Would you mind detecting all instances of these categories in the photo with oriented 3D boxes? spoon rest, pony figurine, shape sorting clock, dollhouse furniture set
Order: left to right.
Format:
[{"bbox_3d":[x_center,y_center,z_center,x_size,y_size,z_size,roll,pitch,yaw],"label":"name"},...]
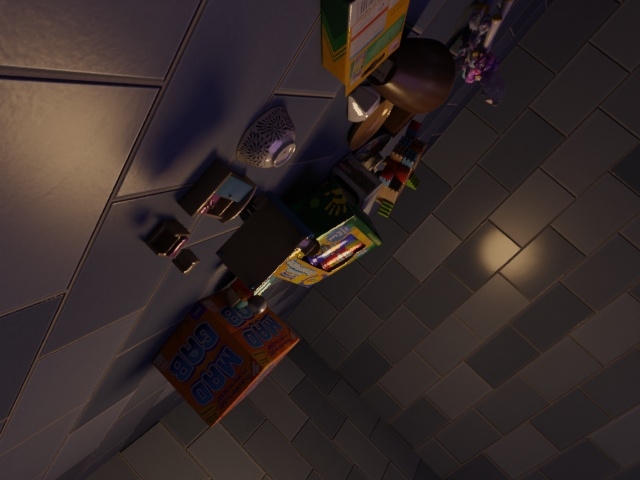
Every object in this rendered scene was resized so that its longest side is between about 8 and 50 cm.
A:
[{"bbox_3d":[-0.184,0.009,1.118,0.286,0.303,0.198,-47,170,5],"label":"dollhouse furniture set"},{"bbox_3d":[0.132,-0.428,1.437,0.137,0.084,0.276,-47,-176,11],"label":"spoon rest"},{"bbox_3d":[0.207,-0.373,1.951,0.206,0.040,0.206,-32,166,-9],"label":"shape sorting clock"},{"bbox_3d":[0.612,-0.716,1.812,0.351,0.302,0.363,-56,160,-34],"label":"pony figurine"}]

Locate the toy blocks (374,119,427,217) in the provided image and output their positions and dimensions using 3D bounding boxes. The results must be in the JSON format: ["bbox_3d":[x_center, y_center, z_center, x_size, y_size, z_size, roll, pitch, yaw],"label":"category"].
[{"bbox_3d":[0.343,-0.322,1.963,0.381,0.190,0.261,-57,169,-22],"label":"toy blocks"}]

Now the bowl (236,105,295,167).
[{"bbox_3d":[-0.112,-0.230,1.123,0.170,0.080,0.170,-45,170,-11],"label":"bowl"}]

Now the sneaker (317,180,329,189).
[{"bbox_3d":[0.027,-0.173,1.961,0.084,0.083,0.215,-47,172,-10],"label":"sneaker"}]

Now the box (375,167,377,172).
[{"bbox_3d":[0.239,-0.320,2.401,0.178,0.042,0.109,-47,171,7],"label":"box"}]

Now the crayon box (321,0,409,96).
[{"bbox_3d":[0.098,-0.479,1.004,0.203,0.083,0.323,-45,170,-9],"label":"crayon box"}]

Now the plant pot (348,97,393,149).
[{"bbox_3d":[0.179,-0.432,1.706,0.236,0.032,0.236,-45,171,-9],"label":"plant pot"}]

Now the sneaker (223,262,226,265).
[{"bbox_3d":[-0.293,0.081,1.673,0.075,0.063,0.170,-46,175,-4],"label":"sneaker"}]

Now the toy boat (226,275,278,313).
[{"bbox_3d":[-0.250,0.184,1.769,0.267,0.148,0.318,-44,-177,6],"label":"toy boat"}]

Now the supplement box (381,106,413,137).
[{"bbox_3d":[0.352,-0.534,1.909,0.233,0.080,0.078,-49,170,2],"label":"supplement box"}]

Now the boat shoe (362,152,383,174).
[{"bbox_3d":[0.210,-0.314,2.161,0.095,0.084,0.258,-41,169,-32],"label":"boat shoe"}]

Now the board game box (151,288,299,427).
[{"bbox_3d":[-0.380,0.450,1.924,0.356,0.356,0.356,-49,170,17],"label":"board game box"}]

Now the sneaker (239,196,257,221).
[{"bbox_3d":[-0.182,-0.066,1.450,0.108,0.100,0.271,-44,172,13],"label":"sneaker"}]

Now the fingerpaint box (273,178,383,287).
[{"bbox_3d":[0.000,0.000,1.747,0.371,0.163,0.445,-31,159,10],"label":"fingerpaint box"}]

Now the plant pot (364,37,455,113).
[{"bbox_3d":[0.232,-0.476,1.319,0.230,0.215,0.215,-12,147,-49],"label":"plant pot"}]

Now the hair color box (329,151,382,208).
[{"bbox_3d":[0.132,-0.198,1.997,0.113,0.185,0.374,-43,170,-15],"label":"hair color box"}]
